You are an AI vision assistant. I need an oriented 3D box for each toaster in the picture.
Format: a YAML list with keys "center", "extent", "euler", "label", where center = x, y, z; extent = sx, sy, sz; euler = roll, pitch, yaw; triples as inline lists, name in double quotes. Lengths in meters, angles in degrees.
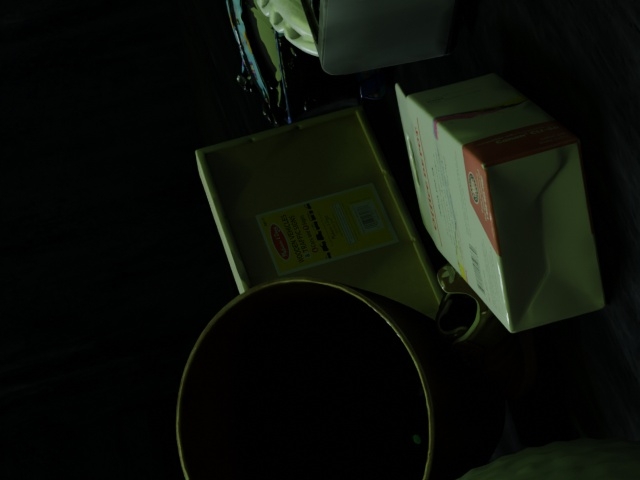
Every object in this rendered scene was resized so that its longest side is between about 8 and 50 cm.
- center: [0.031, -0.220, 1.277]
  extent: [0.186, 0.110, 0.168]
  euler: [94, 158, -68]
  label: "toaster"

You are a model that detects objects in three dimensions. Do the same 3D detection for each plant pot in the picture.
- center: [0.043, 0.135, 1.469]
  extent: [0.230, 0.215, 0.215]
  euler: [2, -112, -60]
  label: "plant pot"

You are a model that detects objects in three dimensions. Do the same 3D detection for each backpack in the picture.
- center: [-0.022, -0.204, 1.666]
  extent: [0.158, 0.116, 0.173]
  euler: [-125, 20, -69]
  label: "backpack"

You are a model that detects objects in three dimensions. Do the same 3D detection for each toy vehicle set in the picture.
- center: [0.000, 0.000, 1.736]
  extent: [0.035, 0.166, 0.267]
  euler: [84, 169, -50]
  label: "toy vehicle set"

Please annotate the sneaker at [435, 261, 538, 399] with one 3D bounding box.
- center: [0.113, 0.057, 1.375]
  extent: [0.188, 0.071, 0.066]
  euler: [86, 167, -54]
  label: "sneaker"

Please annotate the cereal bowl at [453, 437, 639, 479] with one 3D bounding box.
- center: [0.171, 0.224, 0.806]
  extent: [0.339, 0.141, 0.339]
  euler: [30, 135, 35]
  label: "cereal bowl"

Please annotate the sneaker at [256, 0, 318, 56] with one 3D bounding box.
- center: [-0.011, -0.273, 1.540]
  extent: [0.118, 0.110, 0.292]
  euler: [105, 149, -58]
  label: "sneaker"

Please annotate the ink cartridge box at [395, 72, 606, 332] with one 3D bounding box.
- center: [0.111, -0.034, 1.233]
  extent: [0.198, 0.067, 0.115]
  euler: [-126, 22, -65]
  label: "ink cartridge box"

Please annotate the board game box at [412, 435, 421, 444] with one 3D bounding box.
- center: [0.097, 0.320, 2.132]
  extent: [0.317, 0.046, 0.214]
  euler: [91, 162, -66]
  label: "board game box"
